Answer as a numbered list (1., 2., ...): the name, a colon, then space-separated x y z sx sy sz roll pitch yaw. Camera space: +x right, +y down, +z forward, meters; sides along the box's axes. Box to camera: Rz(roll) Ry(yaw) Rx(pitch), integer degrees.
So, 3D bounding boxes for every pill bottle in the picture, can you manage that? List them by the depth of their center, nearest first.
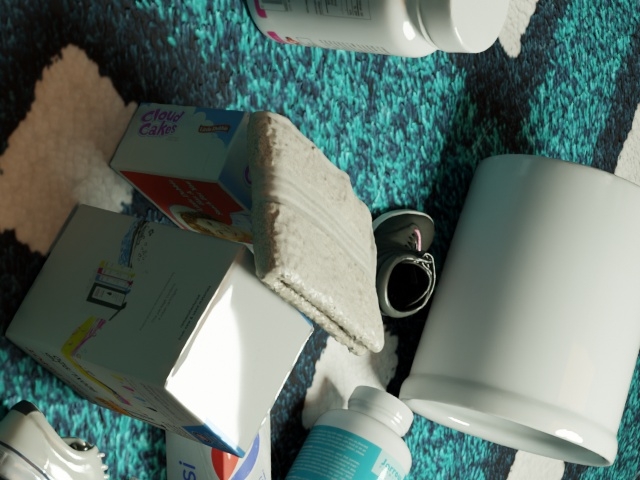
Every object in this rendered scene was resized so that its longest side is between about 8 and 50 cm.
1. pill bottle: 0.067 -0.297 1.636 0.160 0.283 0.160 -22 118 -50
2. pill bottle: 0.029 0.329 1.889 0.264 0.146 0.146 -61 142 -23

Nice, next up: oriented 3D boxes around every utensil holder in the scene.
1. utensil holder: 0.322 0.103 2.093 0.327 0.328 0.385 34 69 -53

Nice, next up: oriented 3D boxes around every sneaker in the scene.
1. sneaker: -0.260 0.263 1.507 0.091 0.094 0.258 -57 140 -20
2. sneaker: 0.113 0.036 1.922 0.296 0.147 0.104 -26 119 -50

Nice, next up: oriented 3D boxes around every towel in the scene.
1. towel: 0.000 0.000 1.495 0.282 0.049 0.187 41 39 -58

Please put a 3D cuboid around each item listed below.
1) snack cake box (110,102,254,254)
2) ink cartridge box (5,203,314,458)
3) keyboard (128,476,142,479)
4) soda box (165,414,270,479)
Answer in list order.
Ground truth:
1. snack cake box: -0.095 -0.049 1.598 0.264 0.152 0.089 46 61 -51
2. ink cartridge box: -0.167 0.092 1.467 0.168 0.233 0.171 -62 142 -20
3. keyboard: -0.234 0.402 1.606 0.256 0.072 0.014 -69 155 -13
4. soda box: -0.123 0.233 1.690 0.091 0.098 0.286 -21 117 -50
